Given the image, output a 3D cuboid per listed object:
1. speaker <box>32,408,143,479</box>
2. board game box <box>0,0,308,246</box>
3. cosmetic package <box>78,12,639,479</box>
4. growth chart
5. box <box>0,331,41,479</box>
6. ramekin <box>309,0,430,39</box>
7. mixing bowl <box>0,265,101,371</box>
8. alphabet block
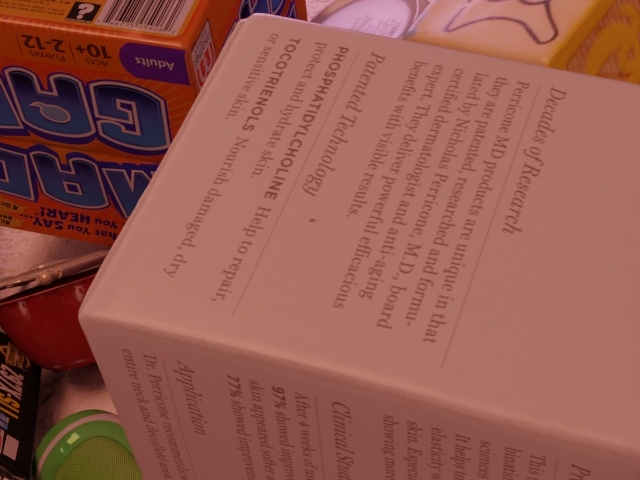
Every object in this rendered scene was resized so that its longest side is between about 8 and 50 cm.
[{"bbox_3d":[-0.162,0.274,1.166,0.131,0.131,0.296,-43,42,-15],"label":"speaker"},{"bbox_3d":[-0.237,-0.237,1.478,0.356,0.356,0.356,10,53,13],"label":"board game box"},{"bbox_3d":[0.079,0.071,0.989,0.393,0.329,0.327,13,53,14],"label":"cosmetic package"},{"bbox_3d":[-0.353,0.046,1.489,0.237,0.021,0.172,-14,6,39],"label":"growth chart"},{"bbox_3d":[-0.422,0.145,1.282,0.079,0.257,0.322,-52,19,8],"label":"box"},{"bbox_3d":[0.067,-0.231,1.554,0.207,0.109,0.207,-17,41,16],"label":"ramekin"},{"bbox_3d":[-0.281,0.091,1.420,0.181,0.098,0.181,-18,4,1],"label":"mixing bowl"},{"bbox_3d":[0.240,-0.196,1.347,0.197,0.193,0.192,20,63,43],"label":"alphabet block"}]
